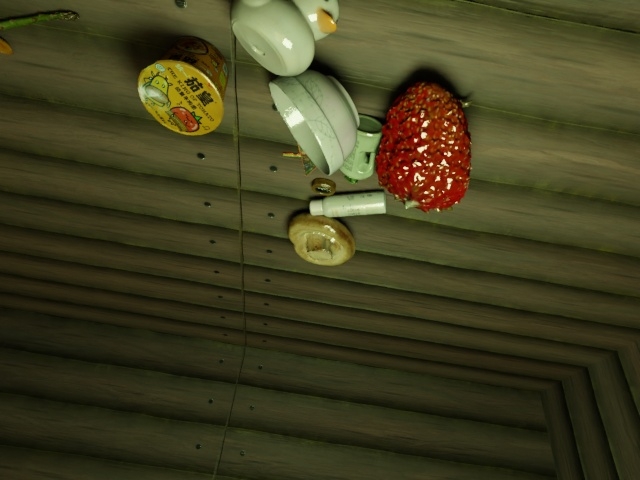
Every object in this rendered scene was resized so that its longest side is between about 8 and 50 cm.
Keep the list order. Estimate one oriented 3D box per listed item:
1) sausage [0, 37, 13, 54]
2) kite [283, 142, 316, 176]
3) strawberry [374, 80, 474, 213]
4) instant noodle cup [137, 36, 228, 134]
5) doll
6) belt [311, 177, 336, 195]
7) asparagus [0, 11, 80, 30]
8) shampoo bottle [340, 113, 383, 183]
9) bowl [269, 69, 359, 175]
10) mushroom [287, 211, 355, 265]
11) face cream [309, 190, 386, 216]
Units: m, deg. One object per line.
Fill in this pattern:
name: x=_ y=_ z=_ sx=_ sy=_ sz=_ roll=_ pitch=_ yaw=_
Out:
sausage: x=-0.899 y=-0.571 z=1.083 sx=0.062 sy=0.054 sz=0.183 roll=24 pitch=153 yaw=27
kite: x=-0.045 y=-0.279 z=1.339 sx=0.159 sy=0.010 sz=0.190 roll=-1 pitch=141 yaw=13
strawberry: x=0.308 y=-0.254 z=1.130 sx=0.293 sy=0.292 sz=0.343 roll=12 pitch=128 yaw=-5
instant noodle cup: x=-0.343 y=-0.415 z=1.083 sx=0.216 sy=0.172 sz=0.215 roll=5 pitch=142 yaw=4
doll: x=-0.073 y=-0.504 z=0.930 sx=0.251 sy=0.221 sz=0.221 roll=31 pitch=153 yaw=29
belt: x=0.011 y=-0.184 z=1.431 sx=0.083 sy=0.036 sz=0.059 roll=11 pitch=144 yaw=-5
asparagus: x=-0.739 y=-0.576 z=1.071 sx=0.249 sy=0.024 sz=0.025 roll=-1 pitch=-176 yaw=11
shampoo bottle: x=0.118 y=-0.264 z=1.262 sx=0.118 sy=0.087 sz=0.234 roll=23 pitch=145 yaw=11
bowl: x=0.001 y=-0.329 z=1.089 sx=0.144 sy=0.287 sz=0.287 roll=-36 pitch=136 yaw=-4
mushroom: x=0.000 y=0.000 z=1.586 sx=0.279 sy=0.146 sz=0.278 roll=11 pitch=143 yaw=9
face cream: x=0.094 y=-0.125 z=1.449 sx=0.269 sy=0.081 sz=0.082 roll=-5 pitch=141 yaw=12
